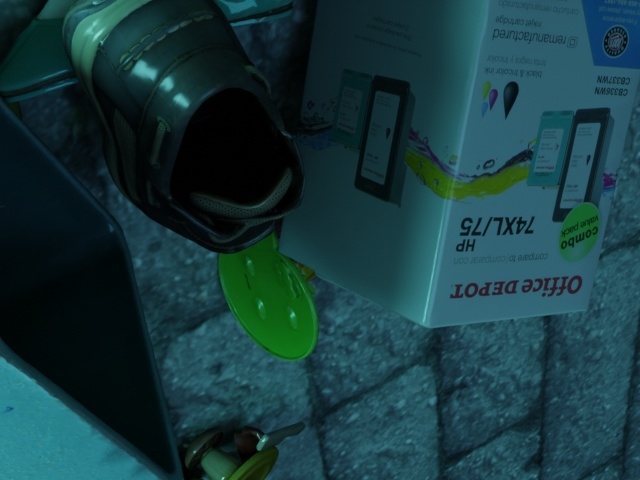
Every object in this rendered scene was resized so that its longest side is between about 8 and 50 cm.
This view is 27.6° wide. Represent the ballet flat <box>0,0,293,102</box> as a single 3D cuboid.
[{"bbox_3d":[-0.132,-0.177,0.947,0.247,0.083,0.087,-23,114,-23],"label":"ballet flat"}]

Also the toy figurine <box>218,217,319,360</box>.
[{"bbox_3d":[0.000,0.000,1.214,0.159,0.130,0.173,-31,117,-35],"label":"toy figurine"}]

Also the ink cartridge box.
[{"bbox_3d":[0.114,-0.090,1.072,0.198,0.197,0.270,-3,109,-39],"label":"ink cartridge box"}]

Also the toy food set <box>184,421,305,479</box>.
[{"bbox_3d":[-0.113,0.251,1.372,0.218,0.071,0.128,-54,164,18],"label":"toy food set"}]

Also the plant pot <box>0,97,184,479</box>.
[{"bbox_3d":[-0.276,0.072,0.869,0.252,0.247,0.248,-25,143,8],"label":"plant pot"}]

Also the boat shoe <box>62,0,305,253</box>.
[{"bbox_3d":[-0.084,-0.056,0.945,0.132,0.130,0.355,-33,157,-3],"label":"boat shoe"}]

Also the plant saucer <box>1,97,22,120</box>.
[{"bbox_3d":[-0.320,-0.046,0.930,0.241,0.037,0.241,-23,139,-22],"label":"plant saucer"}]
